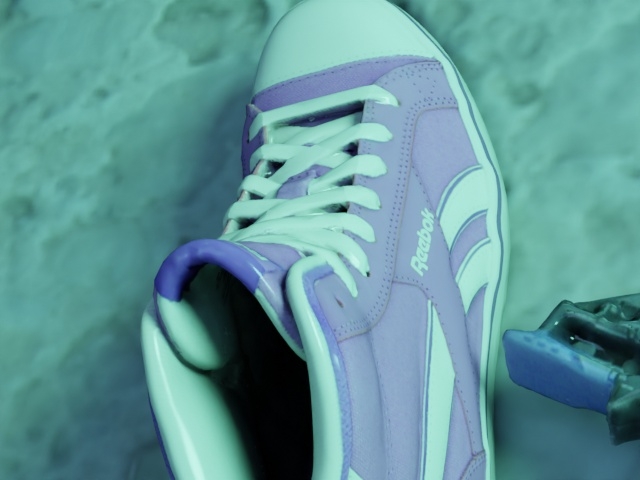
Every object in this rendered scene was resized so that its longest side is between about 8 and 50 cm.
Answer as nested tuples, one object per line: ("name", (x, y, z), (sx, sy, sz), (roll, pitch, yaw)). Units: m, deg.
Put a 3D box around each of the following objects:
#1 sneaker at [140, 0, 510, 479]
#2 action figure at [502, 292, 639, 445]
("sneaker", (0.001, 0.000, 0.635), (0.102, 0.161, 0.282), (-18, 57, 18))
("action figure", (0.211, 0.007, 0.526), (0.341, 0.178, 0.330), (13, 61, 28))
